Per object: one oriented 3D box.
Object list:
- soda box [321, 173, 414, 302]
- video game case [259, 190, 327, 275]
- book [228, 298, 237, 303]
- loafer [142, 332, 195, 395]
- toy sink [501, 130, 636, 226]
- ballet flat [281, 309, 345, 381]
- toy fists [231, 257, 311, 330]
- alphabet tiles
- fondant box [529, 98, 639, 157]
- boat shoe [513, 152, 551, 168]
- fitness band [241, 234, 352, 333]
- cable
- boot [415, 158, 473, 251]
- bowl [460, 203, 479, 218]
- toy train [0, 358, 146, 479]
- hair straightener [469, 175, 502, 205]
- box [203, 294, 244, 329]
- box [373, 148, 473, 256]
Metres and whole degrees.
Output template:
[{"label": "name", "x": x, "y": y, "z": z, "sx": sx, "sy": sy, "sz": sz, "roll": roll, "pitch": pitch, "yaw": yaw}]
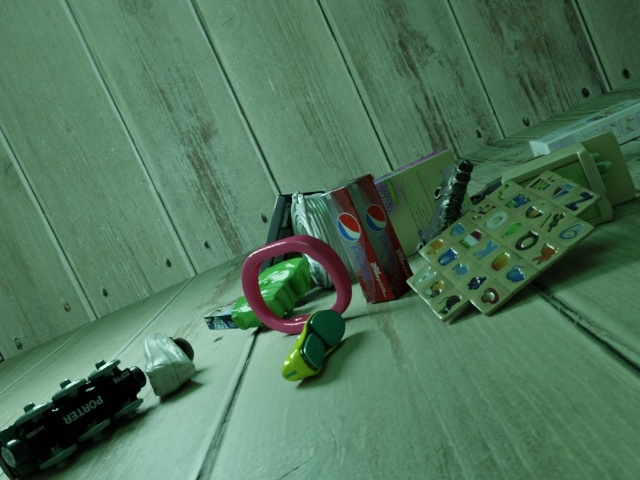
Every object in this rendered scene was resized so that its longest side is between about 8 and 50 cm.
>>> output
[{"label": "soda box", "x": 0.105, "y": -0.002, "z": 1.593, "sx": 0.083, "sy": 0.263, "sz": 0.092, "roll": -30, "pitch": 9, "yaw": -39}, {"label": "video game case", "x": -0.076, "y": -0.004, "z": 2.141, "sx": 0.035, "sy": 0.275, "sz": 0.248, "roll": 21, "pitch": 16, "yaw": 27}, {"label": "book", "x": -0.219, "y": 0.178, "z": 2.324, "sx": 0.144, "sy": 0.035, "sz": 0.096, "roll": -27, "pitch": 3, "yaw": -9}, {"label": "loafer", "x": -0.349, "y": 0.277, "z": 1.729, "sx": 0.111, "sy": 0.112, "sz": 0.319, "roll": -21, "pitch": 14, "yaw": -12}, {"label": "toy sink", "x": 0.500, "y": -0.102, "z": 1.479, "sx": 0.234, "sy": 0.153, "sz": 0.131, "roll": -21, "pitch": 8, "yaw": 18}, {"label": "ballet flat", "x": -0.019, "y": 0.194, "z": 1.369, "sx": 0.077, "sy": 0.077, "sz": 0.231, "roll": -39, "pitch": 3, "yaw": 22}, {"label": "toy fists", "x": -0.109, "y": 0.135, "z": 1.910, "sx": 0.142, "sy": 0.096, "sz": 0.279, "roll": -25, "pitch": 14, "yaw": 32}, {"label": "alphabet tiles", "x": 0.318, "y": 0.003, "z": 1.321, "sx": 0.342, "sy": 0.011, "sz": 0.285, "roll": -38, "pitch": 26, "yaw": 0}, {"label": "fondant box", "x": 0.827, "y": -0.323, "z": 2.252, "sx": 0.330, "sy": 0.096, "sz": 0.238, "roll": -24, "pitch": 7, "yaw": 8}, {"label": "boat shoe", "x": 0.574, "y": -0.164, "z": 1.905, "sx": 0.302, "sy": 0.113, "sz": 0.103, "roll": -16, "pitch": 1, "yaw": -28}, {"label": "fitness band", "x": -0.059, "y": 0.099, "z": 1.620, "sx": 0.290, "sy": 0.209, "sz": 0.054, "roll": -19, "pitch": 10, "yaw": 42}, {"label": "cable", "x": 0.000, "y": 0.000, "z": 1.984, "sx": 0.089, "sy": 0.257, "sz": 0.257, "roll": -20, "pitch": -11, "yaw": -15}, {"label": "boot", "x": 0.294, "y": -0.074, "z": 1.665, "sx": 0.091, "sy": 0.229, "sz": 0.263, "roll": 19, "pitch": -4, "yaw": -12}, {"label": "bowl", "x": 0.374, "y": -0.040, "z": 1.729, "sx": 0.170, "sy": 0.080, "sz": 0.170, "roll": -23, "pitch": 6, "yaw": 3}, {"label": "toy train", "x": -0.518, "y": 0.366, "z": 1.531, "sx": 0.190, "sy": 0.142, "sz": 0.334, "roll": -31, "pitch": 1, "yaw": 43}, {"label": "hair straightener", "x": 0.488, "y": -0.142, "z": 2.235, "sx": 0.230, "sy": 0.047, "sz": 0.089, "roll": -23, "pitch": 7, "yaw": 11}, {"label": "box", "x": -0.214, "y": 0.195, "z": 2.102, "sx": 0.159, "sy": 0.044, "sz": 0.233, "roll": -29, "pitch": 8, "yaw": -32}, {"label": "box", "x": 0.264, "y": -0.097, "z": 1.973, "sx": 0.243, "sy": 0.214, "sz": 0.117, "roll": -25, "pitch": 7, "yaw": -2}]
